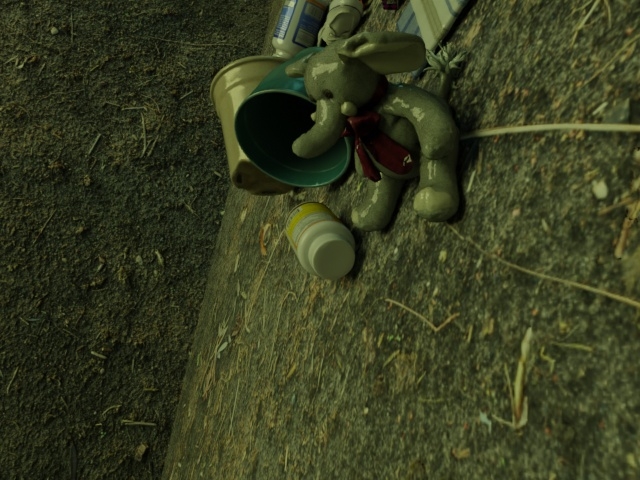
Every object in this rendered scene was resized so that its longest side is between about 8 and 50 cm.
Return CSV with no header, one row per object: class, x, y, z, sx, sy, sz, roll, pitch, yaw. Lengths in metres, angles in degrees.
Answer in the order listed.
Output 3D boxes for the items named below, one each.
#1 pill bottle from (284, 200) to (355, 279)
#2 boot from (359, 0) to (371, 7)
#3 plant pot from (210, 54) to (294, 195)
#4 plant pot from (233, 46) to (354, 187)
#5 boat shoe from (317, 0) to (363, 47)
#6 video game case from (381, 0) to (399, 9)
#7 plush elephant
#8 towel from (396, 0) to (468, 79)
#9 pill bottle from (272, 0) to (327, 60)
pill bottle,0.000,0.000,1.002,0.215,0.117,0.117,-124,53,-65
boot,0.102,-0.663,1.352,0.158,0.059,0.084,-46,38,51
plant pot,-0.158,-0.313,1.455,0.334,0.334,0.305,137,132,-55
plant pot,-0.027,-0.308,1.149,0.271,0.272,0.255,-47,17,52
boat shoe,0.045,-0.594,1.395,0.267,0.096,0.088,172,109,-70
video game case,0.164,-0.663,1.046,0.210,0.042,0.231,52,-131,-72
plush elephant,0.071,-0.193,0.753,0.272,0.256,0.329,-168,94,-71
towel,0.230,-0.459,0.874,0.285,0.034,0.209,124,152,-45
pill bottle,-0.090,-0.769,1.811,0.152,0.153,0.271,-120,49,-64
